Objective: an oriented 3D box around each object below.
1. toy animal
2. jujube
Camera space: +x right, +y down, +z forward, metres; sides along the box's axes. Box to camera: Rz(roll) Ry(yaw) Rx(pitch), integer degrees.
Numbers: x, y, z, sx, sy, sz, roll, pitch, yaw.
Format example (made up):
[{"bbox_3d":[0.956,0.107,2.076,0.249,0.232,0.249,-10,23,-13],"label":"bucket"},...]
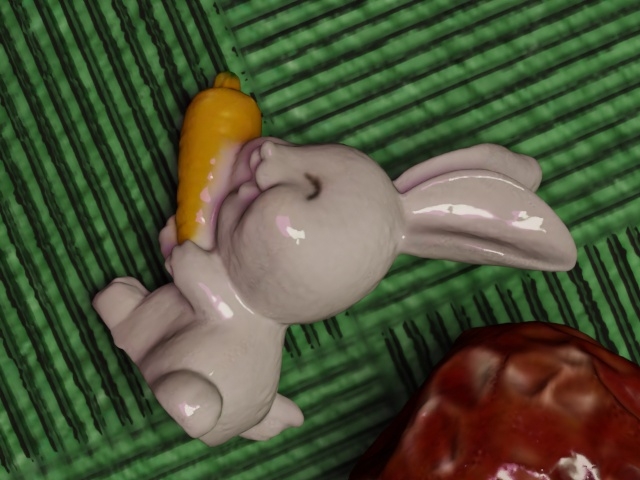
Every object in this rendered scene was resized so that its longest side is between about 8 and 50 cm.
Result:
[{"bbox_3d":[0.000,0.000,0.810,0.182,0.131,0.127,-43,125,3],"label":"toy animal"},{"bbox_3d":[0.117,0.136,0.778,0.230,0.155,0.155,36,86,-12],"label":"jujube"}]
